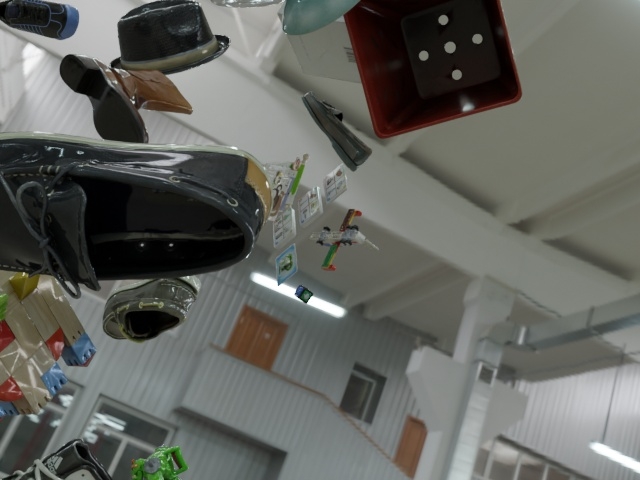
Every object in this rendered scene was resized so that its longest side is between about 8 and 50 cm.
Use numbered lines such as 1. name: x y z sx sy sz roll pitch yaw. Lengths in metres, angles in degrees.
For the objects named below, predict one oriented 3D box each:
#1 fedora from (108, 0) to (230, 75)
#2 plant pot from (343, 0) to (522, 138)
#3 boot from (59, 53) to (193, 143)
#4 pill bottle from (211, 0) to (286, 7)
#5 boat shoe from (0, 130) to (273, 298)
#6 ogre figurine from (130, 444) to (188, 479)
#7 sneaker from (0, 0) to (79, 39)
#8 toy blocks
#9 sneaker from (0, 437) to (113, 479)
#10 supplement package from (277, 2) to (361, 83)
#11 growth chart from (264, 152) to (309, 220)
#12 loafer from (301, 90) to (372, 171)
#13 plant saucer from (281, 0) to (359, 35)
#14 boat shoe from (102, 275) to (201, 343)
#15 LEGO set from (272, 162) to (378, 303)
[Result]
1. fedora: -0.414 -0.548 1.962 0.334 0.334 0.153 8 -54 30
2. plant pot: 0.225 -0.360 1.380 0.267 0.268 0.235 -13 8 22
3. boot: -0.373 -0.276 1.556 0.264 0.096 0.280 42 21 20
4. pill bottle: -0.136 -0.580 1.354 0.162 0.279 0.162 -3 8 0
5. boat shoe: -0.308 -0.029 0.925 0.499 0.156 0.187 -2 -55 -4
6. ogre figurine: -0.279 0.432 1.314 0.096 0.118 0.197 -14 -5 14
7. sneaker: -0.629 -0.492 1.629 0.232 0.082 0.090 13 9 36
8. toy blocks: -0.588 0.213 1.392 0.190 0.381 0.261 -8 -63 28
9. sneaker: -0.588 0.461 1.394 0.447 0.258 0.169 29 8 -43
10. supplement package: 0.069 -0.534 1.706 0.198 0.263 0.199 16 -24 27
11. growth chart: -0.110 -0.110 1.691 0.021 0.172 0.237 25 22 21
12. loafer: 0.048 -0.314 2.041 0.268 0.084 0.096 57 13 16
13. plant saucer: 0.006 -0.423 1.235 0.194 0.195 0.037 -1 -38 42
14. boat shoe: -0.345 0.143 1.433 0.109 0.091 0.305 35 -41 -27
15. LEGO set: 0.000 0.000 1.257 0.182 0.244 0.060 -39 -58 22
